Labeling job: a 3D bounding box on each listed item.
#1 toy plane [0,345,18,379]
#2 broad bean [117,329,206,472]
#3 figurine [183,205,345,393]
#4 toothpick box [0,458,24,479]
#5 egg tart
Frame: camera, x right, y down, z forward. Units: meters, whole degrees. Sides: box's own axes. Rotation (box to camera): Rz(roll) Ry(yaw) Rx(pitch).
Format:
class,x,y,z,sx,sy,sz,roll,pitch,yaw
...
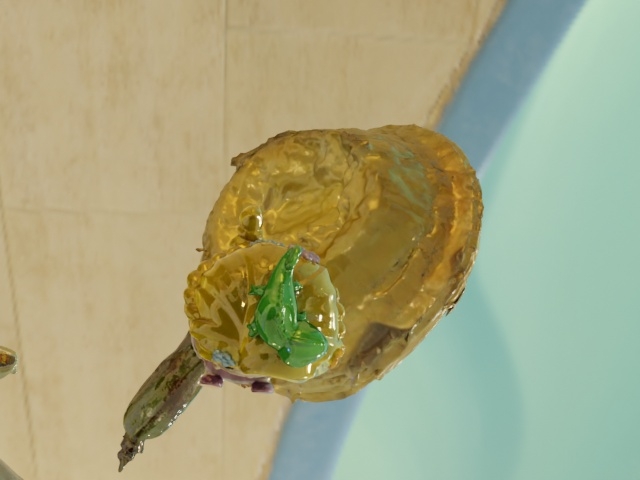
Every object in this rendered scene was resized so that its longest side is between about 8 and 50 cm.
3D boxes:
class,x,y,z,sx,sy,sz,roll,pitch,yaw
toy plane,-0.542,0.163,2.025,0.286,0.092,0.108,-2,155,15
broad bean,-0.145,0.137,1.822,0.061,0.077,0.339,41,79,-6
figurine,-0.033,0.028,0.874,0.095,0.115,0.156,-1,171,-9
toothpick box,-0.273,0.236,0.985,0.229,0.229,0.316,2,165,-5
egg tart,0.000,0.000,1.295,0.290,0.290,0.115,-23,137,18
